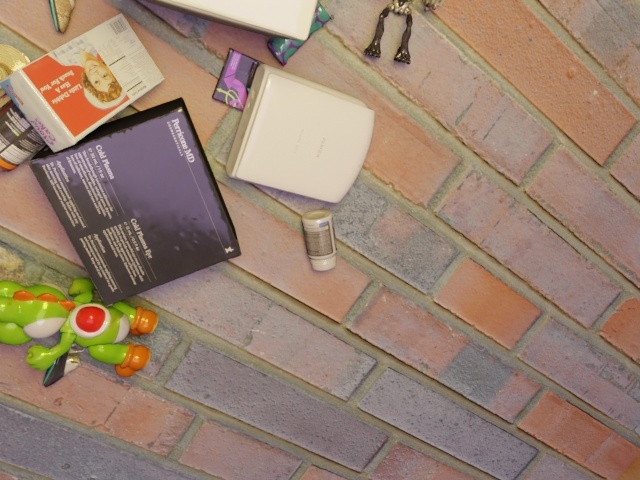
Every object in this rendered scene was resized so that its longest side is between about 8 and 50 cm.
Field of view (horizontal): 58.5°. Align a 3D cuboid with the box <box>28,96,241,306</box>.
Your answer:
[{"bbox_3d":[-0.378,-0.087,1.233,0.312,0.179,0.343,-20,114,-5],"label":"box"}]

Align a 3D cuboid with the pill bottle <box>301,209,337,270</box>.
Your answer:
[{"bbox_3d":[0.000,0.000,1.417,0.078,0.078,0.137,-12,112,-10],"label":"pill bottle"}]

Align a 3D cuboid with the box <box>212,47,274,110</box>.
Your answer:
[{"bbox_3d":[-0.146,-0.342,1.278,0.162,0.029,0.116,17,105,-22],"label":"box"}]

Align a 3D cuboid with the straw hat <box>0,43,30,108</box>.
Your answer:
[{"bbox_3d":[-0.649,-0.319,1.141,0.144,0.061,0.145,-5,111,-13],"label":"straw hat"}]

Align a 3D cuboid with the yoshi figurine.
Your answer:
[{"bbox_3d":[-0.564,0.186,1.267,0.362,0.203,0.203,29,100,-39],"label":"yoshi figurine"}]

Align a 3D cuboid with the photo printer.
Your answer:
[{"bbox_3d":[-0.032,-0.225,1.290,0.307,0.107,0.256,13,108,-29],"label":"photo printer"}]

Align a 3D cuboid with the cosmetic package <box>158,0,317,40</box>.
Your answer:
[{"bbox_3d":[-0.173,-0.556,0.992,0.327,0.394,0.330,11,108,-18],"label":"cosmetic package"}]

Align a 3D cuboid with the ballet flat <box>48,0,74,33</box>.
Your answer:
[{"bbox_3d":[-0.507,-0.512,1.104,0.067,0.073,0.206,-19,118,-22],"label":"ballet flat"}]

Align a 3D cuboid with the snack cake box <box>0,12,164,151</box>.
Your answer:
[{"bbox_3d":[-0.446,-0.306,1.099,0.152,0.089,0.264,59,45,-25],"label":"snack cake box"}]

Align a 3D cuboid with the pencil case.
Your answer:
[{"bbox_3d":[-0.047,-0.454,1.242,0.151,0.064,0.070,-43,157,5],"label":"pencil case"}]

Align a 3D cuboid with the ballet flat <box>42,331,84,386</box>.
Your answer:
[{"bbox_3d":[-0.606,0.269,1.370,0.074,0.074,0.203,18,103,-20],"label":"ballet flat"}]

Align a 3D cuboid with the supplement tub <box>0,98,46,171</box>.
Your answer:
[{"bbox_3d":[-0.630,-0.212,1.162,0.198,0.106,0.106,-37,114,3],"label":"supplement tub"}]

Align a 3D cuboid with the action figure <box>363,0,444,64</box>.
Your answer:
[{"bbox_3d":[0.185,-0.530,1.234,0.164,0.141,0.276,11,109,-6],"label":"action figure"}]
